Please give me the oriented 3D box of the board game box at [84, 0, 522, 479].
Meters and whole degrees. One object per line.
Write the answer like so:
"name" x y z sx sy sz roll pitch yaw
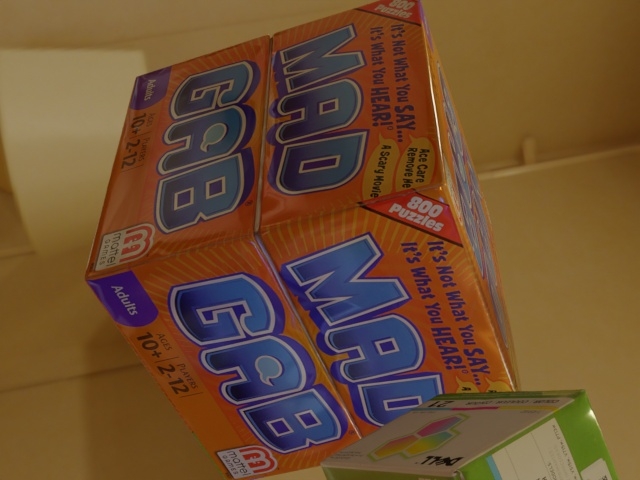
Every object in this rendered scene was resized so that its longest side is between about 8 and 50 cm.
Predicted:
"board game box" 0.000 0.000 1.174 0.356 0.356 0.356 -90 160 -48

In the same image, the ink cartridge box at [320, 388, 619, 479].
"ink cartridge box" 0.059 0.202 0.735 0.189 0.255 0.097 -18 -87 60
